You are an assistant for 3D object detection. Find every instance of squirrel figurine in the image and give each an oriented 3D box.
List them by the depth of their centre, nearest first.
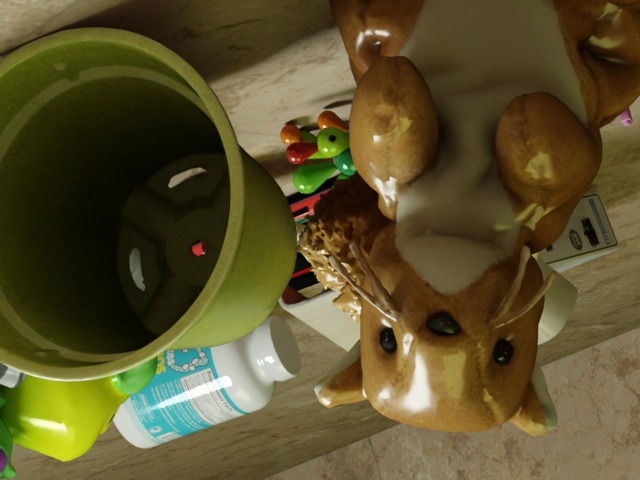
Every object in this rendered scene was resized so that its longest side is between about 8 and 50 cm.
[{"bbox_3d":[0.115,-0.025,1.423,0.281,0.371,0.397,5,167,-1],"label":"squirrel figurine"}]

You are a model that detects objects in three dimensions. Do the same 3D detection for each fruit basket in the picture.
[{"bbox_3d":[-0.376,0.217,2.106,0.392,0.283,0.392,3,180,0],"label":"fruit basket"}]

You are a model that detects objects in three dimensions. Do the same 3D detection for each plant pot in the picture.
[{"bbox_3d":[-0.144,-0.011,1.491,0.276,0.276,0.254,-20,165,17],"label":"plant pot"}]

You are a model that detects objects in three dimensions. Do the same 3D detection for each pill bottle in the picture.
[{"bbox_3d":[-0.164,0.190,2.542,0.264,0.146,0.146,-21,165,18],"label":"pill bottle"}]

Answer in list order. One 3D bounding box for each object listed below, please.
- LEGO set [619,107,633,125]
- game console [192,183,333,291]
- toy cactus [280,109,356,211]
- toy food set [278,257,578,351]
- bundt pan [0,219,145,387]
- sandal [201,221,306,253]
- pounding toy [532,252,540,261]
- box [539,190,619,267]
[{"bbox_3d":[0.186,-0.109,1.654,0.227,0.093,0.087,-17,170,14],"label":"LEGO set"},{"bbox_3d":[0.000,0.000,2.201,0.386,0.060,0.342,-21,171,23],"label":"game console"},{"bbox_3d":[0.056,-0.089,1.829,0.180,0.112,0.219,-28,156,6],"label":"toy cactus"},{"bbox_3d":[0.127,0.067,2.199,0.306,0.092,0.219,-24,133,39],"label":"toy food set"},{"bbox_3d":[-0.293,0.040,1.718,0.330,0.124,0.331,-21,156,-10],"label":"bundt pan"},{"bbox_3d":[-0.043,0.015,1.905,0.265,0.076,0.102,16,180,-6],"label":"sandal"},{"bbox_3d":[0.170,-0.050,1.904,0.094,0.181,0.206,-1,160,-46],"label":"pounding toy"},{"bbox_3d":[0.246,0.015,2.354,0.169,0.087,0.290,-24,173,39],"label":"box"}]
